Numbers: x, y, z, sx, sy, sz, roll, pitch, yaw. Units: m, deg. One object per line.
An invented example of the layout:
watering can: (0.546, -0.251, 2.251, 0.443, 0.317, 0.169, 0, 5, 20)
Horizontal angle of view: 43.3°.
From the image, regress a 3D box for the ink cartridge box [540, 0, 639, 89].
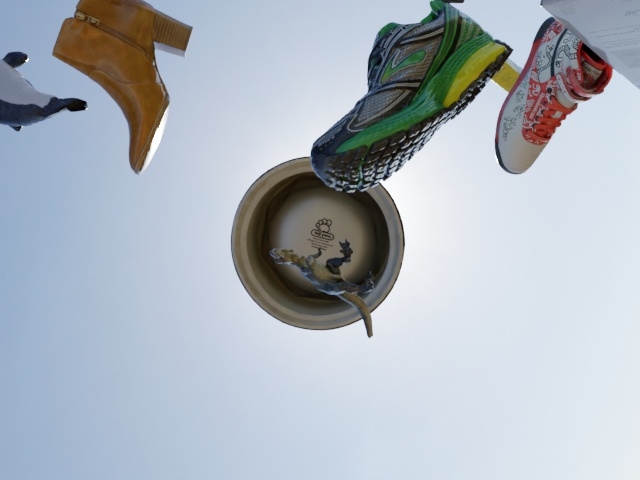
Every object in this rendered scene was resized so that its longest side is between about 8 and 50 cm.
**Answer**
ink cartridge box: (0.501, -0.315, 1.048, 0.271, 0.309, 0.130, 26, -101, -35)

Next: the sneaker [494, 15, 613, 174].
sneaker: (0.371, -0.223, 1.284, 0.090, 0.145, 0.270, 14, -77, -21)

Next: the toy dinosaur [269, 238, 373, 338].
toy dinosaur: (0.035, 0.071, 1.496, 0.118, 0.268, 0.064, -37, 19, 39)

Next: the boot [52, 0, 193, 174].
boot: (-0.355, -0.276, 1.378, 0.104, 0.211, 0.295, 149, 136, -77)

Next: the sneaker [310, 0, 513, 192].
sneaker: (0.097, -0.189, 1.046, 0.343, 0.146, 0.134, -43, -8, -32)

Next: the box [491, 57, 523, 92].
box: (0.423, -0.438, 1.984, 0.232, 0.087, 0.058, 24, -57, -37)

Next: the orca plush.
orca plush: (-0.515, -0.236, 1.371, 0.102, 0.287, 0.151, 75, -149, -52)

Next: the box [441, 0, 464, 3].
box: (0.202, -0.582, 1.414, 0.060, 0.270, 0.216, -9, -38, -30)

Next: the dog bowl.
dog bowl: (0.000, 0.000, 1.926, 0.150, 0.407, 0.408, -45, -26, -79)
